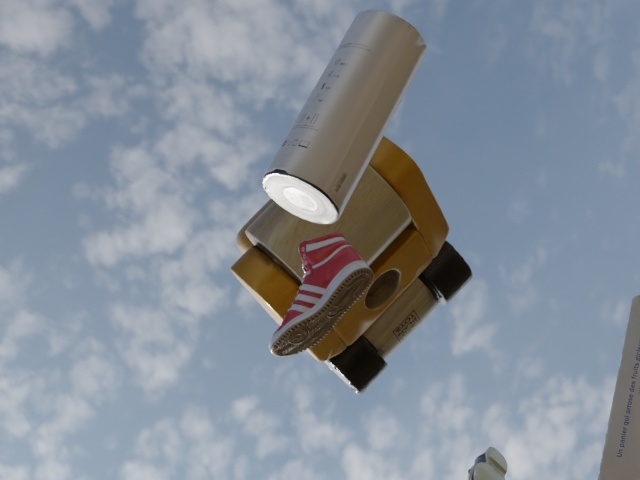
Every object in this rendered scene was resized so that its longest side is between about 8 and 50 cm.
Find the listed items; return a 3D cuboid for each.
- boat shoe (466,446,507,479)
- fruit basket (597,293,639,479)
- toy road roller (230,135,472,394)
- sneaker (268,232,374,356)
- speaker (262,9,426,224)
[{"bbox_3d":[0.203,0.299,1.302,0.043,0.049,0.137,-46,-4,16],"label":"boat shoe"},{"bbox_3d":[0.376,0.228,0.780,0.165,0.353,0.327,-6,-74,-82],"label":"fruit basket"},{"bbox_3d":[0.000,0.000,1.170,0.202,0.240,0.329,-46,-32,-7],"label":"toy road roller"},{"bbox_3d":[-0.010,0.045,0.921,0.118,0.067,0.042,-45,-40,15],"label":"sneaker"},{"bbox_3d":[0.017,-0.081,0.663,0.055,0.055,0.136,49,-121,-41],"label":"speaker"}]
